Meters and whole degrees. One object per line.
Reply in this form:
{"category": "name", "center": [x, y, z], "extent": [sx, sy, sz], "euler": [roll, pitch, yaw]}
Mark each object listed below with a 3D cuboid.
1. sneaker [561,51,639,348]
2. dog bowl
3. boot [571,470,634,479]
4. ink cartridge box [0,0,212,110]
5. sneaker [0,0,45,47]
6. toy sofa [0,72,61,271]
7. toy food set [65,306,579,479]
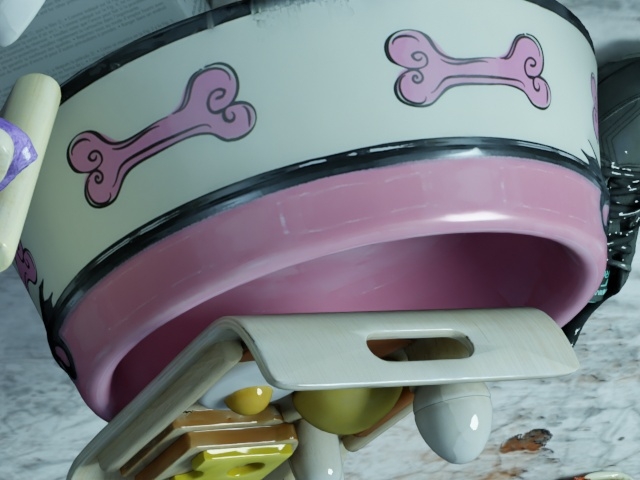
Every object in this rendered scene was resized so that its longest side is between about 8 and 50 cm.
{"category": "sneaker", "center": [0.205, -0.022, 1.388], "extent": [0.101, 0.106, 0.267], "euler": [6, 138, -18]}
{"category": "dog bowl", "center": [0.000, 0.000, 1.244], "extent": [0.408, 0.150, 0.408], "euler": [-13, 159, -5]}
{"category": "boot", "center": [0.213, 0.245, 1.778], "extent": [0.158, 0.059, 0.084], "euler": [-5, 140, -22]}
{"category": "ink cartridge box", "center": [-0.175, -0.138, 1.207], "extent": [0.189, 0.066, 0.232], "euler": [-21, 123, 13]}
{"category": "sneaker", "center": [-0.157, -0.242, 0.978], "extent": [0.151, 0.094, 0.256], "euler": [30, 91, -17]}
{"category": "toy sofa", "center": [-0.320, -0.093, 1.013], "extent": [0.363, 0.150, 0.177], "euler": [23, 127, -13]}
{"category": "toy food set", "center": [-0.008, 0.132, 1.233], "extent": [0.220, 0.092, 0.306], "euler": [-1, 153, -32]}
